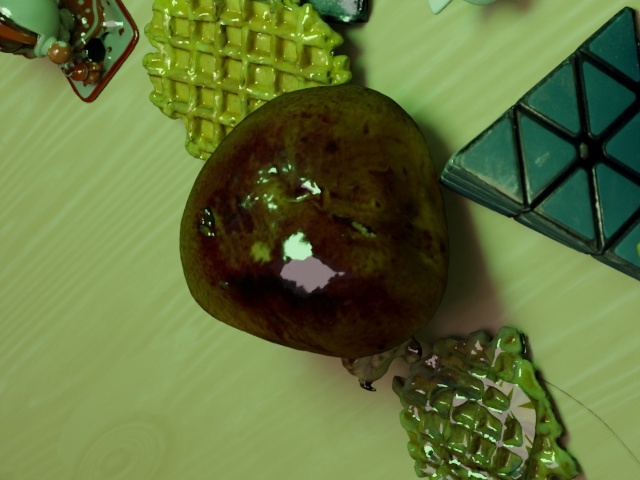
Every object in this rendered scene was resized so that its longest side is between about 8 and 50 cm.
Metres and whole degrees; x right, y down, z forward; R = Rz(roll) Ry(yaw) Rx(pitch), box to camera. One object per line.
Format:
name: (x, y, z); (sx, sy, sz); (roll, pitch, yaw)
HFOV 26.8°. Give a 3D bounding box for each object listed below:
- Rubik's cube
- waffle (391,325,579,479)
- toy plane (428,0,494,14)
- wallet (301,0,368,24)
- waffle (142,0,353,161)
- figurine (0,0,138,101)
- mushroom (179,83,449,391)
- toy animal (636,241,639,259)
Rubik's cube: (0.249, -0.087, 1.454); (0.233, 0.228, 0.228); (-8, 133, 3)
waffle: (0.180, 0.219, 1.581); (0.204, 0.054, 0.223); (-31, 74, 36)
toy plane: (0.133, -0.384, 1.510); (0.267, 0.123, 0.266); (12, 109, 35)
wallet: (0.003, -0.467, 1.676); (0.191, 0.046, 0.378); (15, 102, 35)
waffle: (-0.105, -0.219, 1.739); (0.312, 0.060, 0.307); (47, 128, 10)
figurine: (-0.413, -0.310, 1.899); (0.160, 0.226, 0.183); (-46, 66, 29)
mushroom: (0.000, 0.000, 1.588); (0.346, 0.259, 0.345); (-8, 65, 18)
toy animal: (0.407, -0.119, 1.207); (0.180, 0.181, 0.362); (19, 111, 22)
